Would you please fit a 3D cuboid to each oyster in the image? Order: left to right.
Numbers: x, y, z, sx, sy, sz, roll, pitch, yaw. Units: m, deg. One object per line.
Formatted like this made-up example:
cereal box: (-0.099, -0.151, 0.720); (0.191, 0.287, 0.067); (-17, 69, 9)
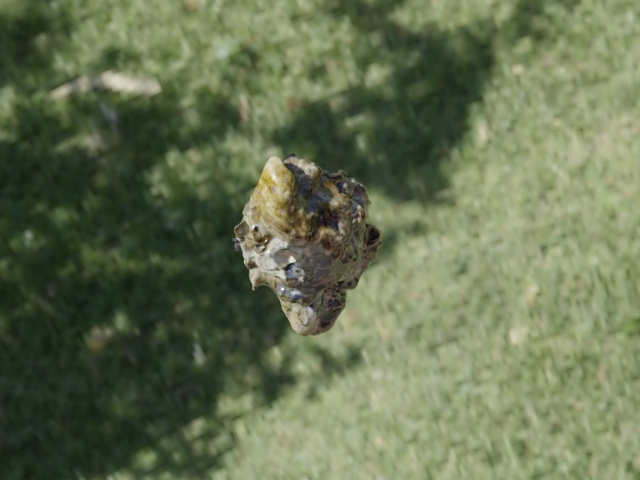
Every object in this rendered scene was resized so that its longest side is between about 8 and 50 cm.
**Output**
oyster: (-0.006, 0.000, 1.329); (0.103, 0.148, 0.051); (-45, 41, -1)
